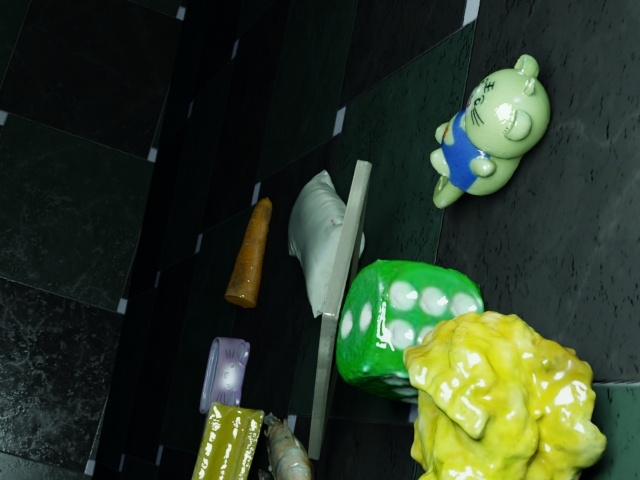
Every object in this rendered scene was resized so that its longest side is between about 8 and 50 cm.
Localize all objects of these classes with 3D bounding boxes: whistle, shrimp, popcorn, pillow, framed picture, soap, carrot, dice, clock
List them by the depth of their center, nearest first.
[{"bbox_3d":[0.149,0.151,1.066,0.197,0.156,0.197,172,90,-77],"label":"popcorn"},{"bbox_3d":[0.170,-0.103,1.304,0.227,0.085,0.105,127,161,-55],"label":"whistle"},{"bbox_3d":[0.096,0.096,1.315,0.120,0.128,0.130,141,141,-62],"label":"dice"},{"bbox_3d":[0.022,0.092,1.535,0.324,0.020,0.240,96,-174,-52],"label":"framed picture"},{"bbox_3d":[-0.049,0.342,1.750,0.254,0.059,0.145,-129,48,-70],"label":"shrimp"},{"bbox_3d":[0.000,0.001,1.814,0.254,0.078,0.144,-117,43,-66],"label":"pillow"},{"bbox_3d":[-0.170,0.413,1.953,0.199,0.091,0.314,127,158,-78],"label":"soap"},{"bbox_3d":[-0.174,0.247,2.261,0.110,0.050,0.152,152,129,-69],"label":"clock"},{"bbox_3d":[-0.123,0.016,2.283,0.061,0.061,0.209,142,143,-66],"label":"carrot"}]
